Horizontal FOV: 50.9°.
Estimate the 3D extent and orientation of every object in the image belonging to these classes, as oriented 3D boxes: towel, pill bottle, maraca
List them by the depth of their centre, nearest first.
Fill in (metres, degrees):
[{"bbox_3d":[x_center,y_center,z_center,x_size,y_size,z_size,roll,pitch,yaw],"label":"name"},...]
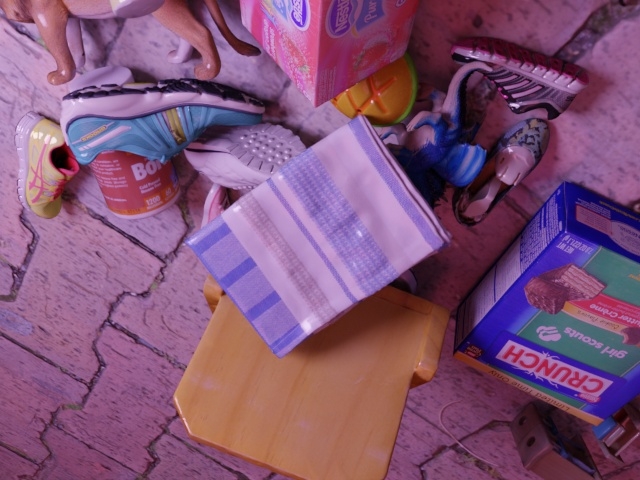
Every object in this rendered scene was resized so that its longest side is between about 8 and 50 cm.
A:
[{"bbox_3d":[0.000,0.000,0.860,0.285,0.034,0.209,-35,101,5],"label":"towel"},{"bbox_3d":[0.044,-0.217,0.864,0.185,0.099,0.127,29,127,24],"label":"maraca"},{"bbox_3d":[-0.300,-0.148,1.030,0.121,0.121,0.216,4,131,17],"label":"pill bottle"}]

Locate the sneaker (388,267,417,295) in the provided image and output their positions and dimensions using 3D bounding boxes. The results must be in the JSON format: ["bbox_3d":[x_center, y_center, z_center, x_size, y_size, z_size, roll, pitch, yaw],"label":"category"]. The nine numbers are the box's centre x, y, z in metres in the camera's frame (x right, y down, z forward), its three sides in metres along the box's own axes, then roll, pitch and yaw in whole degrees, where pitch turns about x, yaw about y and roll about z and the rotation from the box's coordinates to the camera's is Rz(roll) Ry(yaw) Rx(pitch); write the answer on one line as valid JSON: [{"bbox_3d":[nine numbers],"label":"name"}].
[{"bbox_3d":[0.075,-0.009,1.026,0.126,0.127,0.321,2,154,26],"label":"sneaker"}]

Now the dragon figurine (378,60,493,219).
[{"bbox_3d":[0.169,-0.129,0.885,0.144,0.085,0.289,24,140,-17],"label":"dragon figurine"}]

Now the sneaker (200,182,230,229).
[{"bbox_3d":[-0.158,-0.043,1.121,0.070,0.051,0.134,21,137,-1],"label":"sneaker"}]

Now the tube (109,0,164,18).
[{"bbox_3d":[-0.244,-0.379,0.767,0.070,0.062,0.240,-15,93,39],"label":"tube"}]

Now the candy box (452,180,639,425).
[{"bbox_3d":[0.387,0.106,1.000,0.268,0.122,0.317,25,135,-2],"label":"candy box"}]

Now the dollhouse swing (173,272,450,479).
[{"bbox_3d":[-0.026,0.197,1.030,0.347,0.305,0.315,20,162,1],"label":"dollhouse swing"}]

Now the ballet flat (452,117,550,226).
[{"bbox_3d":[0.246,-0.084,0.924,0.070,0.070,0.188,28,133,-5],"label":"ballet flat"}]

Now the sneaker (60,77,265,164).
[{"bbox_3d":[-0.214,-0.165,0.937,0.275,0.107,0.110,-8,115,-15],"label":"sneaker"}]

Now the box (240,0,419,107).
[{"bbox_3d":[0.011,-0.292,0.664,0.154,0.142,0.300,51,165,14],"label":"box"}]

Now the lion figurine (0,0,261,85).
[{"bbox_3d":[-0.283,-0.334,0.874,0.392,0.142,0.240,-3,121,4],"label":"lion figurine"}]

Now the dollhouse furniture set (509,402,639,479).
[{"bbox_3d":[0.457,0.335,1.196,0.129,0.129,0.184,35,108,-11],"label":"dollhouse furniture set"}]

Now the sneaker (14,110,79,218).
[{"bbox_3d":[-0.458,-0.113,1.149,0.094,0.081,0.208,16,133,4],"label":"sneaker"}]

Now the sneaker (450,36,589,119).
[{"bbox_3d":[0.236,-0.195,0.830,0.170,0.063,0.075,17,127,-1],"label":"sneaker"}]

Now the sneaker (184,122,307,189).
[{"bbox_3d":[-0.105,-0.116,0.996,0.235,0.090,0.095,21,142,32],"label":"sneaker"}]
